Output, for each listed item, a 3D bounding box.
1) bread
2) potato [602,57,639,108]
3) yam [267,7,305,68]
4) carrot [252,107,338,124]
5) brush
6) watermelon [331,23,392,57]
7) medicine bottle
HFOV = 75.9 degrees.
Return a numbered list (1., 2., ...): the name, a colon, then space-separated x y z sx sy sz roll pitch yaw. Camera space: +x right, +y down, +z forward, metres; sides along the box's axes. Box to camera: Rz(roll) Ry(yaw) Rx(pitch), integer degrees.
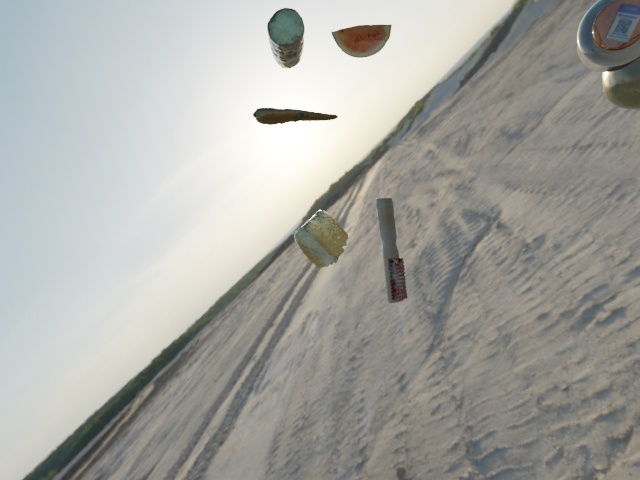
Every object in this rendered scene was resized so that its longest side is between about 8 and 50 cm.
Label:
1. bread: 0.000 0.000 0.889 0.082 0.106 0.125 -49 2 32
2. potato: 1.030 -0.552 1.309 0.326 0.220 0.243 0 -76 -63
3. yam: -0.101 -0.598 1.234 0.107 0.107 0.194 -46 4 0
4. carrot: -0.066 -0.351 1.160 0.254 0.049 0.049 -6 -12 -20
5. brush: 0.219 0.028 1.246 0.060 0.321 0.050 -5 -3 -25
6. watermelon: 0.118 -0.544 1.140 0.163 0.069 0.087 -2 2 11
7. medicine bottle: 0.697 -0.489 0.969 0.157 0.157 0.288 -43 -9 34
